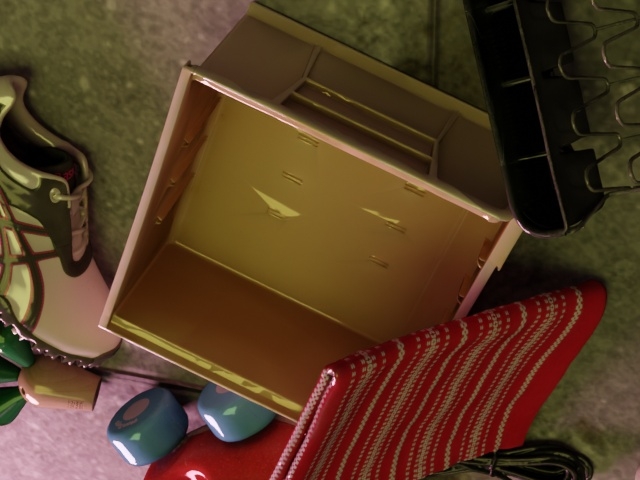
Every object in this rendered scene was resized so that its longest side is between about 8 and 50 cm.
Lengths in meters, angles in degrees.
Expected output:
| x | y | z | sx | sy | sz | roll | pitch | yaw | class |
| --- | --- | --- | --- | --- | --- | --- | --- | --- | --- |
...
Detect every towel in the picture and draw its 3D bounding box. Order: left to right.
| x | y | z | sx | sy | sz | roll | pitch | yaw | class |
| --- | --- | --- | --- | --- | --- | --- | --- | --- | --- |
| 0.088 | 0.127 | 1.000 | 0.031 | 0.274 | 0.199 | 51 | 137 | 30 | towel |

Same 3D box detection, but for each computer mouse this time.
| x | y | z | sx | sy | sz | roll | pitch | yaw | class |
| --- | --- | --- | --- | --- | --- | --- | --- | --- | --- |
| 0.142 | 0.286 | 1.196 | 0.184 | 0.060 | 0.262 | 8 | 126 | 14 | computer mouse |

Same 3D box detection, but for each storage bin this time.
| x | y | z | sx | sy | sz | roll | pitch | yaw | class |
| --- | --- | --- | --- | --- | --- | --- | --- | --- | --- |
| 0.000 | 0.000 | 1.007 | 0.260 | 0.123 | 0.262 | 26 | 128 | 2 | storage bin |

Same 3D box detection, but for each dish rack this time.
| x | y | z | sx | sy | sz | roll | pitch | yaw | class |
| --- | --- | --- | --- | --- | --- | --- | --- | --- | --- |
| 0.225 | -0.124 | 0.799 | 0.271 | 0.074 | 0.208 | -11 | 95 | 42 | dish rack |

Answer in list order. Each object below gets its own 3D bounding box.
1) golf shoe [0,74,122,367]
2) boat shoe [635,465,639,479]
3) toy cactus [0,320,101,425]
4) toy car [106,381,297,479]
| x | y | z | sx | sy | sz | roll | pitch | yaw | class |
| --- | --- | --- | --- | --- | --- | --- | --- | --- | --- |
| -0.234 | -0.010 | 1.104 | 0.120 | 0.105 | 0.273 | -23 | 114 | 24 | golf shoe |
| 0.384 | 0.266 | 1.079 | 0.302 | 0.109 | 0.094 | 48 | 142 | -5 | boat shoe |
| -0.298 | 0.125 | 1.233 | 0.180 | 0.112 | 0.219 | 13 | 119 | -1 | toy cactus |
| -0.095 | 0.272 | 1.162 | 0.210 | 0.238 | 0.219 | -19 | 116 | 30 | toy car |
